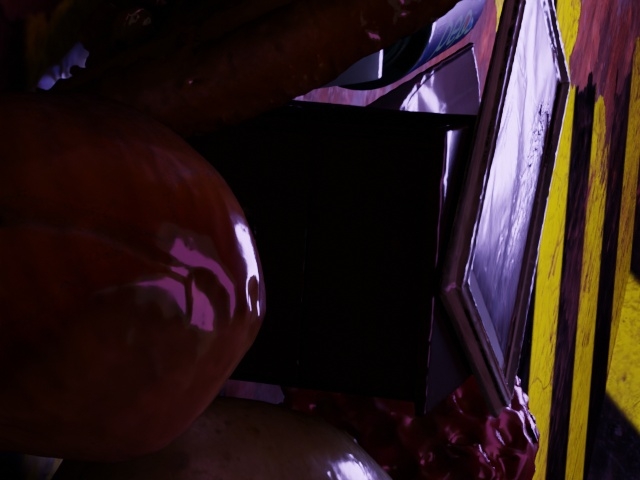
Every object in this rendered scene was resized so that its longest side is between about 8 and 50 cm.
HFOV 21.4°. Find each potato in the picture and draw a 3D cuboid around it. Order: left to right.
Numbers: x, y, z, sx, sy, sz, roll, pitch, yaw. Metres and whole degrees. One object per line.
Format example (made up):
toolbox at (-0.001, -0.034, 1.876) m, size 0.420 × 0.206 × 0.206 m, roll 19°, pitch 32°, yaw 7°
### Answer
potato at (-0.049, 0.194, 0.984) m, size 0.307 × 0.210 × 0.173 m, roll 52°, pitch 20°, yaw -56°

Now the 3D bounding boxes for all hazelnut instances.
hazelnut at (-0.109, 0.013, 0.784) m, size 0.182 × 0.182 × 0.182 m, roll 7°, pitch 90°, yaw -72°

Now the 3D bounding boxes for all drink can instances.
drink can at (0.055, -0.186, 1.287) m, size 0.205 × 0.118 × 0.118 m, roll -37°, pitch 131°, yaw -64°

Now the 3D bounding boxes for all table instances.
table at (0.000, 0.000, 1.062) m, size 0.172 × 0.193 × 0.169 m, roll -20°, pitch 116°, yaw -70°

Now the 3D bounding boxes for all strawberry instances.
strawberry at (0.081, 0.165, 1.312) m, size 0.234 × 0.178 × 0.234 m, roll -31°, pitch 139°, yaw -33°

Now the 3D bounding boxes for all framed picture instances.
framed picture at (0.127, -0.046, 1.093) m, size 0.216 × 0.016 × 0.273 m, roll 60°, pitch 40°, yaw -61°

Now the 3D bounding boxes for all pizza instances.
pizza at (-0.008, -0.152, 0.929) m, size 0.287 × 0.251 × 0.074 m, roll -72°, pitch 142°, yaw -55°

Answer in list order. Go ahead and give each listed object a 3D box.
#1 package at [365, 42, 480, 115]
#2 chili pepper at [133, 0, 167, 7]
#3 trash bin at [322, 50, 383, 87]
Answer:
package at (0.045, -0.017, 1.341) m, size 0.251 × 0.062 × 0.204 m, roll -42°, pitch 142°, yaw -27°
chili pepper at (-0.162, -0.217, 0.650) m, size 0.387 × 0.110 × 0.110 m, roll 61°, pitch 39°, yaw -52°
trash bin at (-0.008, -0.171, 1.138) m, size 0.116 × 0.059 × 0.130 m, roll -11°, pitch 112°, yaw -36°
